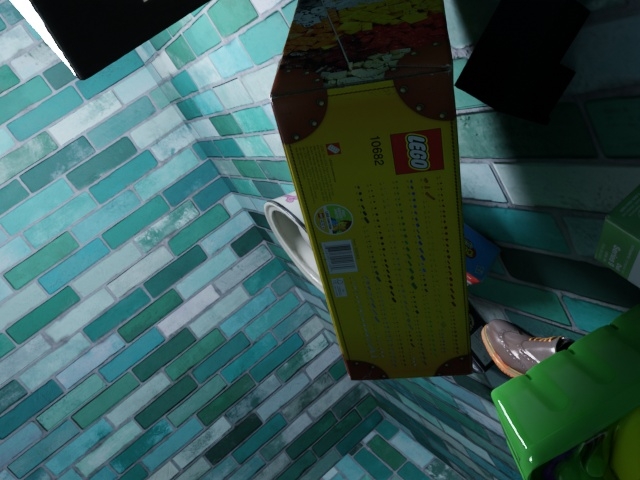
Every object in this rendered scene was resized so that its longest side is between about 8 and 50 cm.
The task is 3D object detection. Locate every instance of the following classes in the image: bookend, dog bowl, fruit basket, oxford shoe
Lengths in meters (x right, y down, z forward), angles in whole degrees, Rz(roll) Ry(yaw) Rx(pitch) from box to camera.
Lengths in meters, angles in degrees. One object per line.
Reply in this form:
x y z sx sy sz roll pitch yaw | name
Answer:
0.265 -0.234 0.751 0.072 0.156 0.157 42 118 31 | bookend
0.000 0.000 1.968 0.408 0.150 0.408 47 164 18 | dog bowl
0.471 0.300 0.859 0.392 0.392 0.283 34 157 49 | fruit basket
0.476 0.242 1.264 0.364 0.130 0.132 42 131 55 | oxford shoe

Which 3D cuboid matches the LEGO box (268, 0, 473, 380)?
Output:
0.101 -0.095 0.888 0.372 0.193 0.500 -82 -17 -47 | LEGO box

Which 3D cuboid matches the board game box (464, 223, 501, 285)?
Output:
0.188 -0.008 1.346 0.308 0.086 0.302 34 165 -3 | board game box

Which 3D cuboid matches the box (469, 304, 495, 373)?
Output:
0.282 0.177 1.655 0.395 0.097 0.318 51 163 0 | box

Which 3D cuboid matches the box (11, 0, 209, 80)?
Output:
-0.351 -0.600 0.957 0.472 0.480 0.297 47 165 17 | box

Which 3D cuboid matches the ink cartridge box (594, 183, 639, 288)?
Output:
0.445 0.012 0.671 0.212 0.154 0.093 41 162 34 | ink cartridge box
